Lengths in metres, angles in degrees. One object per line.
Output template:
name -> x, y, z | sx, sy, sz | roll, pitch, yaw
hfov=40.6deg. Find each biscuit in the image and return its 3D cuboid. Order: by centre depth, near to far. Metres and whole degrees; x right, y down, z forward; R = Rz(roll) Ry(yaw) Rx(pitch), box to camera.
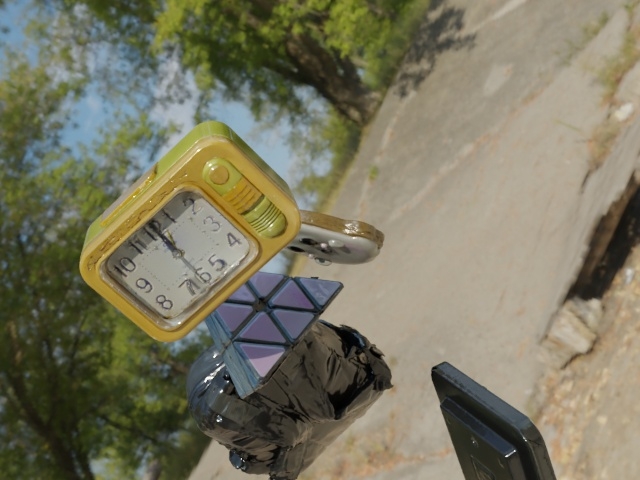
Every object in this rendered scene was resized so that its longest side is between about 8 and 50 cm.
biscuit -> 0.000, 0.000, 1.471 | 0.181, 0.208, 0.049 | 121, 160, -72

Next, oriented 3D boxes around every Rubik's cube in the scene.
Rubik's cube -> -0.099, 0.115, 1.051 | 0.211, 0.190, 0.178 | -53, 15, 12

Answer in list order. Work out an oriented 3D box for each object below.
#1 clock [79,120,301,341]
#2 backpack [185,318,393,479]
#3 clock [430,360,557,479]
clock -> -0.132, -0.009, 0.879 | 0.202, 0.143, 0.096 | -42, 26, 10
backpack -> -0.070, 0.288, 1.635 | 0.363, 0.255, 0.445 | -45, -34, 3
clock -> 0.253, 0.329, 1.221 | 0.049, 0.273, 0.279 | -25, 17, -14
